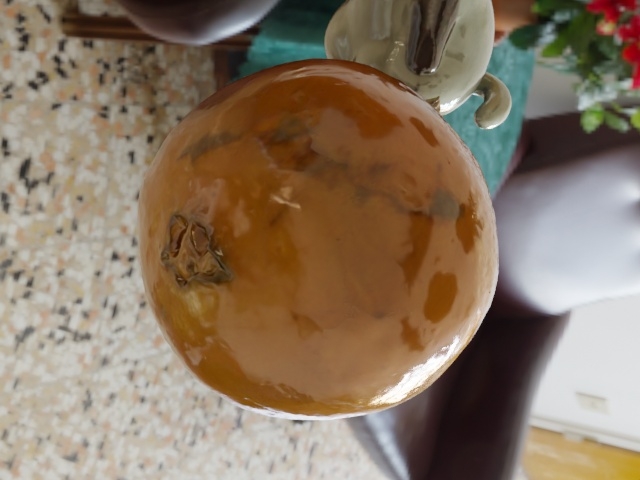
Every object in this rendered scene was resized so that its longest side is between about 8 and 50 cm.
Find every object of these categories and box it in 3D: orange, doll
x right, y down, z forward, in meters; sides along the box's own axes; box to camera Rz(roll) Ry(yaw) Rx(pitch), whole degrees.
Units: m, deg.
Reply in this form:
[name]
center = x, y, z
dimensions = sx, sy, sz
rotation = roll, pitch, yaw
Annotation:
[orange]
center = 0.000, 0.000, 0.920
dimensions = 0.312, 0.312, 0.312
rotation = -20, 115, -54
[doll]
center = 0.118, -0.314, 1.318
dimensions = 0.226, 0.215, 0.370
rotation = -13, 127, -9

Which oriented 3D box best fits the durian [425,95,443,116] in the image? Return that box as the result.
[durian]
center = 0.072, -0.035, 1.223
dimensions = 0.191, 0.112, 0.341
rotation = -63, -177, -11
